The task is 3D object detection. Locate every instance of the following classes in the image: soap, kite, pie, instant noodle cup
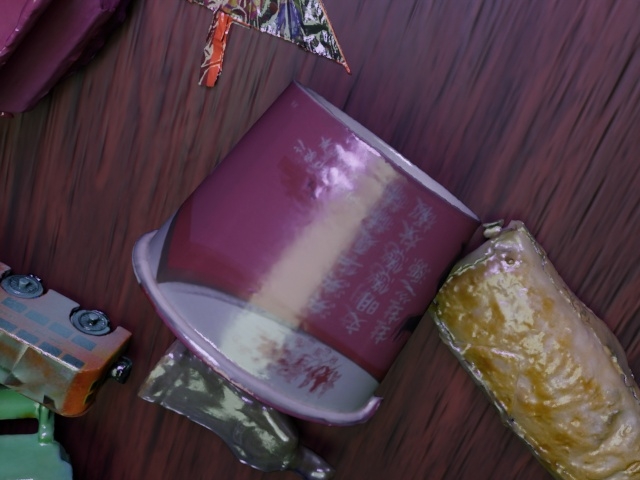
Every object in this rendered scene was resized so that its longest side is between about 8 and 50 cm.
[{"bbox_3d":[-0.265,-0.219,0.524,0.289,0.112,0.182,-39,89,22],"label":"soap"},{"bbox_3d":[-0.069,-0.217,0.545,0.232,0.009,0.189,21,112,2],"label":"kite"},{"bbox_3d":[0.205,0.113,0.591,0.128,0.068,0.282,-34,97,19],"label":"pie"},{"bbox_3d":[0.000,0.000,0.511,0.235,0.235,0.178,36,102,-4],"label":"instant noodle cup"}]

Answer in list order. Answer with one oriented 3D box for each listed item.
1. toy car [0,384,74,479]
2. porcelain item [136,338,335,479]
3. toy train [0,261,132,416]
[{"bbox_3d":[-0.376,0.329,0.713,0.213,0.176,0.359,2,124,-23],"label":"toy car"},{"bbox_3d":[-0.074,0.181,0.661,0.215,0.069,0.081,35,100,-3],"label":"porcelain item"},{"bbox_3d":[-0.281,0.098,0.651,0.188,0.099,0.072,29,112,0],"label":"toy train"}]
